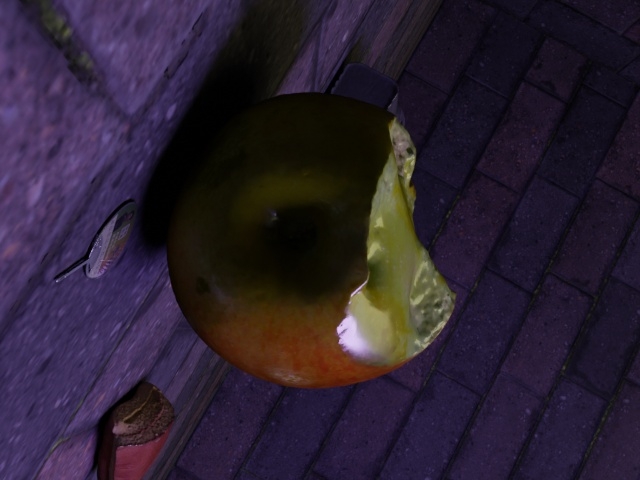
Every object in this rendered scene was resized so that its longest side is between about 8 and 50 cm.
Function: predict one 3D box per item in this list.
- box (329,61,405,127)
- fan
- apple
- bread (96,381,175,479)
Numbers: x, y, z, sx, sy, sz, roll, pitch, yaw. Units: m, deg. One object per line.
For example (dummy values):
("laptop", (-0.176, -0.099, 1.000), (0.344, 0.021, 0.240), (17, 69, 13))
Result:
("box", (0.041, -0.159, 0.993), (0.274, 0.138, 0.178), (-60, 174, -10))
("fan", (-0.139, 0.000, 0.387), (0.060, 0.003, 0.080), (-61, 179, 0))
("apple", (0.000, 0.000, 0.489), (0.246, 0.246, 0.226), (-60, 170, -9))
("bread", (-0.230, 0.246, 0.756), (0.119, 0.067, 0.192), (-59, 178, -41))
